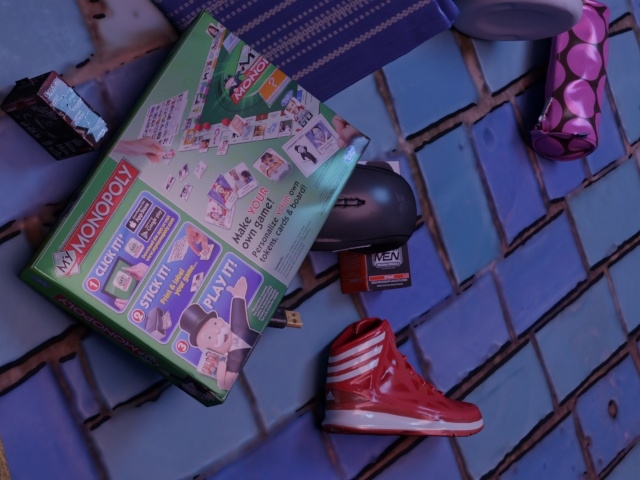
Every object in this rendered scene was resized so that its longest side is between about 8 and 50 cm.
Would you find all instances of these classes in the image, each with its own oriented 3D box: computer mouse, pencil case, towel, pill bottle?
[{"bbox_3d":[0.000,0.000,1.373,0.262,0.060,0.184,7,80,-30],"label":"computer mouse"},{"bbox_3d":[0.322,-0.213,1.737,0.098,0.095,0.209,17,69,-25],"label":"pencil case"},{"bbox_3d":[-0.050,-0.277,1.297,0.336,0.243,0.040,49,25,-28],"label":"towel"},{"bbox_3d":[0.235,-0.398,1.629,0.160,0.160,0.283,11,76,-43],"label":"pill bottle"}]

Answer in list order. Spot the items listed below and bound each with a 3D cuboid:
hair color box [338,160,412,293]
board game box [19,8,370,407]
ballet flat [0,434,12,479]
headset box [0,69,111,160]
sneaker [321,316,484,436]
[{"bbox_3d":[0.055,-0.015,1.476,0.072,0.043,0.141,-4,86,-43],"label":"hair color box"},{"bbox_3d":[-0.108,-0.034,1.266,0.213,0.046,0.317,37,62,-14],"label":"board game box"},{"bbox_3d":[-0.305,0.119,1.070,0.123,0.123,0.349,-9,89,-45],"label":"ballet flat"},{"bbox_3d":[-0.237,-0.113,1.193,0.083,0.062,0.032,46,54,-28],"label":"headset box"},{"bbox_3d":[0.097,0.148,1.463,0.221,0.087,0.128,9,79,-44],"label":"sneaker"}]
